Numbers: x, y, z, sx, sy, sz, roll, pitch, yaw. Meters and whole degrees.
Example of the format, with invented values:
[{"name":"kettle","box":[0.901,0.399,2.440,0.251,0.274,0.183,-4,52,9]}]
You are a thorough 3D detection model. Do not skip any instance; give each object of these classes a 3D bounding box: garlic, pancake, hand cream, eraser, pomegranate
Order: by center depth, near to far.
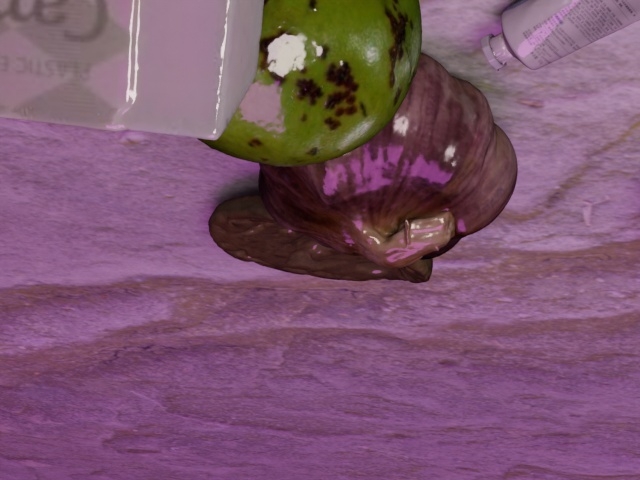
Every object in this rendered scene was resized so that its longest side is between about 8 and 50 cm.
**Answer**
[{"name":"eraser","box":[-0.233,-0.192,1.000,0.396,0.213,0.082,7,-172,14]},{"name":"pomegranate","box":[-0.026,-0.171,1.085,0.211,0.211,0.263,9,122,-4]},{"name":"hand cream","box":[0.190,-0.173,1.181,0.142,0.053,0.084,-26,143,27]},{"name":"garlic","box":[0.051,-0.054,1.333,0.244,0.161,0.245,7,156,3]},{"name":"pancake","box":[0.000,0.000,1.609,0.241,0.050,0.242,12,163,4]}]
